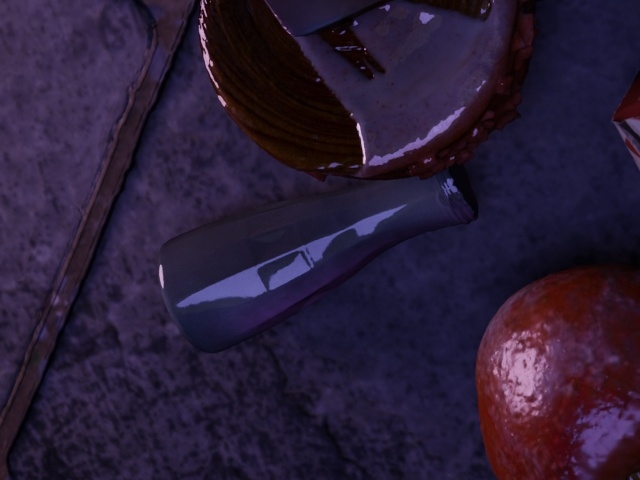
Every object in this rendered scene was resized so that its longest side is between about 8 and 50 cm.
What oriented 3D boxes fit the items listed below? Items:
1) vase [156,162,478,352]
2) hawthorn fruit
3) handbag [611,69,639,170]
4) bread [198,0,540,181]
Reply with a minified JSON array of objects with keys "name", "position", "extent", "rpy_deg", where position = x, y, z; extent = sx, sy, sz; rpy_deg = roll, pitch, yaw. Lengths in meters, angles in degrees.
[{"name":"vase","position":[0.000,0.000,0.847],"extent":[0.214,0.086,0.086],"rpy_deg":[-24,97,18]},{"name":"hawthorn fruit","position":[0.177,0.105,0.765],"extent":[0.173,0.173,0.172],"rpy_deg":[5,106,17]},{"name":"handbag","position":[0.250,-0.027,0.636],"extent":[0.151,0.298,0.171],"rpy_deg":[-20,99,21]},{"name":"bread","position":[0.027,-0.140,0.758],"extent":[0.224,0.142,0.211],"rpy_deg":[3,87,18]}]
